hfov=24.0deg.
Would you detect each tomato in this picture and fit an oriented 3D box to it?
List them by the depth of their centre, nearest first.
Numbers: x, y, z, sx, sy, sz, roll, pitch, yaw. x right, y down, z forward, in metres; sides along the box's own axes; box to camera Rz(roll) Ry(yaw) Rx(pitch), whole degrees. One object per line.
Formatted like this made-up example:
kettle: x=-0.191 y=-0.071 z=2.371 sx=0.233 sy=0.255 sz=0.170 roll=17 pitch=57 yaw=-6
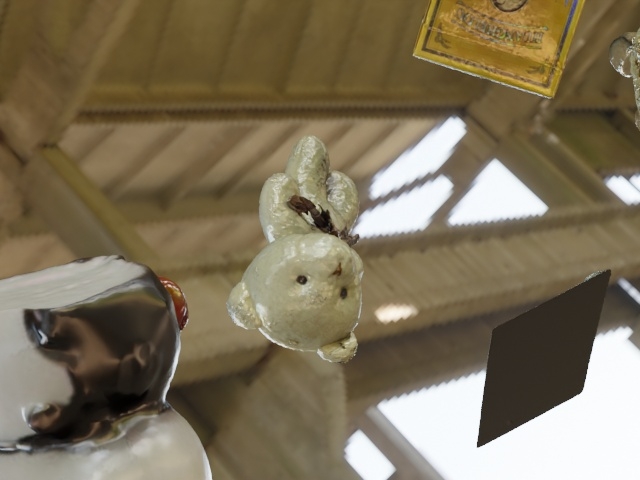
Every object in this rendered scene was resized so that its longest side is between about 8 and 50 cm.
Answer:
tomato: x=-0.209 y=0.088 z=1.918 sx=0.075 sy=0.087 sz=0.087 roll=18 pitch=-61 yaw=-37

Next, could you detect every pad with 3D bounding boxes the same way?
pad: x=0.251 y=0.139 z=1.729 sx=0.160 sy=0.009 sz=0.265 roll=-25 pitch=-34 yaw=-17

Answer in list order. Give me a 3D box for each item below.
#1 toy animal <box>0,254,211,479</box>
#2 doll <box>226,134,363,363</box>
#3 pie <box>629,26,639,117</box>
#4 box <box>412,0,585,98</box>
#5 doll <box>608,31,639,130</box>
toy animal: x=-0.168 y=0.136 z=1.025 sx=0.187 sy=0.235 sz=0.165 roll=-5 pitch=5 yaw=29
doll: x=-0.002 y=-0.003 z=1.784 sx=0.149 sy=0.175 sz=0.278 roll=-49 pitch=26 yaw=47
pie: x=0.442 y=-0.166 z=1.501 sx=0.274 sy=0.274 sz=0.055 roll=-53 pitch=-17 yaw=22
box: x=0.251 y=-0.353 z=1.925 sx=0.084 sy=0.193 sz=0.301 roll=-60 pitch=-13 yaw=-80
doll: x=0.440 y=-0.139 z=1.671 sx=0.196 sy=0.256 sz=0.152 roll=12 pitch=-64 yaw=-39
